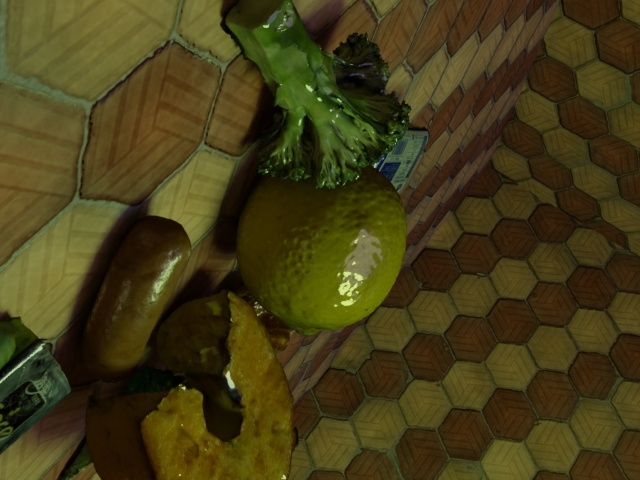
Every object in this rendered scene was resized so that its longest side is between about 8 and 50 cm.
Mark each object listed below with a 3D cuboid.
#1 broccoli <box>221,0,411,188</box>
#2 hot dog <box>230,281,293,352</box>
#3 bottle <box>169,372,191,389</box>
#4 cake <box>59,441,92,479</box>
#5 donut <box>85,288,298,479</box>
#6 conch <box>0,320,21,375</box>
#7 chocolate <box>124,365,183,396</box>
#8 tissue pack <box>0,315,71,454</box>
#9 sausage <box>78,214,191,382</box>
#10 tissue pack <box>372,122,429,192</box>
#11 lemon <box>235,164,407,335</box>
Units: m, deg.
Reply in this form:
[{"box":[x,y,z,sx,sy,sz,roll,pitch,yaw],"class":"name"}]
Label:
[{"box":[-0.001,-0.245,0.962,0.252,0.221,0.361,-21,153,-8],"class":"broccoli"},{"box":[-0.140,0.172,1.483,0.158,0.117,0.349,-57,161,2],"class":"hot dog"},{"box":[-0.262,0.297,1.454,0.286,0.082,0.082,-30,151,-57],"class":"bottle"},{"box":[-0.434,0.412,1.247,0.140,0.055,0.051,-55,171,6],"class":"cake"},{"box":[-0.207,0.325,1.147,0.164,0.377,0.435,-16,-164,24],"class":"donut"},{"box":[-0.385,0.126,0.711,0.079,0.106,0.170,-56,169,22],"class":"conch"},{"box":[-0.361,0.379,1.308,0.110,0.110,0.291,-34,156,-52],"class":"chocolate"},{"box":[-0.434,0.223,0.818,0.235,0.073,0.173,-45,163,-30],"class":"tissue pack"},{"box":[-0.274,0.085,0.962,0.270,0.109,0.109,-61,163,21],"class":"sausage"},{"box":[0.116,-0.186,1.487,0.270,0.137,0.209,-17,139,-61],"class":"tissue pack"},{"box":[0.001,-0.002,1.212,0.336,0.336,0.336,-49,163,-20],"class":"lemon"}]
